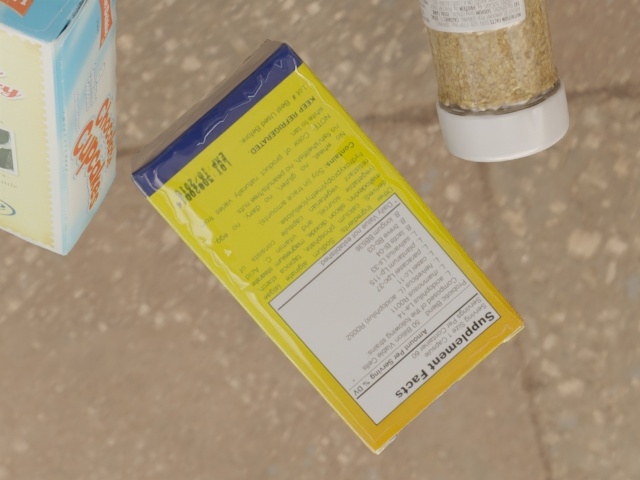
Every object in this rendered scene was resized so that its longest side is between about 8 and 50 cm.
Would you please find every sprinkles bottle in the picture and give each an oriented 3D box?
[{"bbox_3d":[0.141,-0.252,1.547,0.121,0.121,0.355,-2,117,22],"label":"sprinkles bottle"}]

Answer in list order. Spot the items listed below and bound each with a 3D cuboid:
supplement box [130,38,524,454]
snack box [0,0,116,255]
[{"bbox_3d":[0.000,0.000,1.676,0.194,0.195,0.356,-41,100,0],"label":"supplement box"},{"bbox_3d":[-0.247,-0.118,0.774,0.322,0.060,0.187,24,153,5],"label":"snack box"}]
